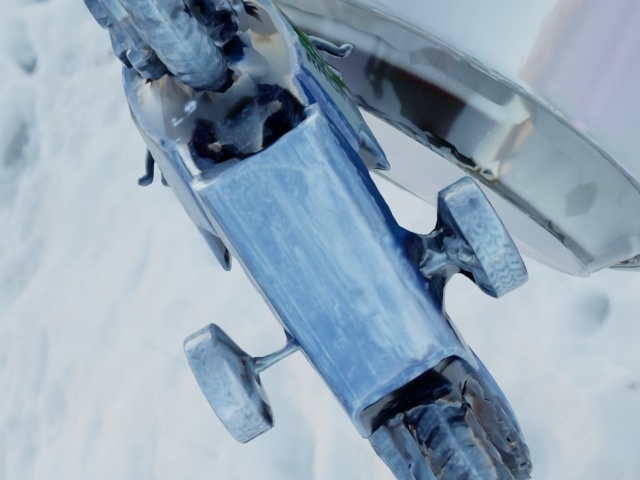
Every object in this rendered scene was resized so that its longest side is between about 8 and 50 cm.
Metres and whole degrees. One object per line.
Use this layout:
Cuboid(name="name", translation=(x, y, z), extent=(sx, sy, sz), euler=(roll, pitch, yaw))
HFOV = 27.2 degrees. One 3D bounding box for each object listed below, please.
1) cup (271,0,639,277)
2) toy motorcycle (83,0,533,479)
Cuboid(name="cup", translation=(0.120, -0.185, 0.622), extent=(0.253, 0.253, 0.371), euler=(18, 75, 51))
Cuboid(name="toy motorcycle", translation=(0.000, 0.000, 0.408), extent=(0.092, 0.254, 0.135), euler=(-32, 11, 2))
